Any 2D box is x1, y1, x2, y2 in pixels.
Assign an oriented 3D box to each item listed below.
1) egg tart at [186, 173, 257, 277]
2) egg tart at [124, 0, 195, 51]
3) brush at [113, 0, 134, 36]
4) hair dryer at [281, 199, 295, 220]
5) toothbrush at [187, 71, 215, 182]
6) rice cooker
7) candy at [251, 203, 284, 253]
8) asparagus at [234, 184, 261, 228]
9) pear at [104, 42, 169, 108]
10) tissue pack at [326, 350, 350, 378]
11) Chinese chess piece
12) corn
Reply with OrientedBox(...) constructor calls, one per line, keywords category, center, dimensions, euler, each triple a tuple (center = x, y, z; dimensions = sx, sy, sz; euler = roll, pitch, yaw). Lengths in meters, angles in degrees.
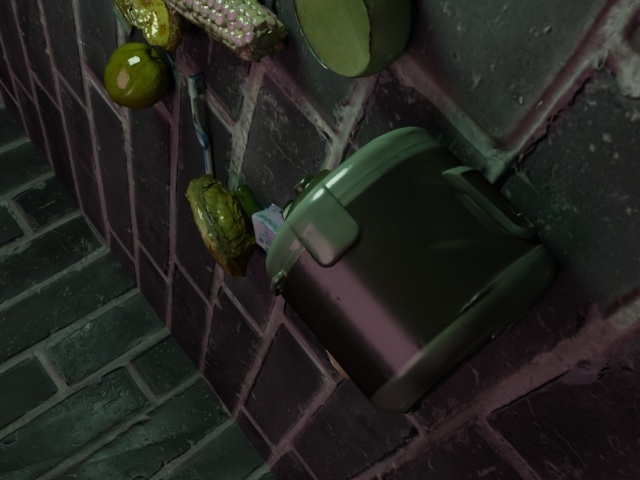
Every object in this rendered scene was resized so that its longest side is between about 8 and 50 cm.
OrientedBox(category="egg tart", center=(-0.218, -0.036, 1.597), dimensions=(0.291, 0.107, 0.290), euler=(-24, -90, -86))
OrientedBox(category="egg tart", center=(-0.321, -0.486, 1.338), dimensions=(0.213, 0.090, 0.212), euler=(39, 149, 29))
OrientedBox(category="brush", center=(-0.453, -0.564, 1.566), dimensions=(0.082, 0.010, 0.218), euler=(59, 152, -2))
OrientedBox(category="hair dryer", center=(0.000, 0.000, 1.256), dimensions=(0.362, 0.203, 0.128), euler=(-129, 20, -58))
OrientedBox(category="toothbrush", center=(-0.283, -0.239, 1.597), dimensions=(0.040, 0.040, 0.386), euler=(43, 150, 27))
OrientedBox(category="rice cooker", center=(0.115, 0.028, 0.922), dimensions=(0.325, 0.335, 0.335), euler=(49, 152, 17))
OrientedBox(category="candy", center=(-0.076, -0.005, 1.463), dimensions=(0.160, 0.073, 0.092), euler=(35, 141, 39))
OrientedBox(category="asparagus", center=(-0.148, -0.047, 1.574), dimensions=(0.178, 0.041, 0.045), euler=(60, 154, -8))
OrientedBox(category="pear", center=(-0.432, -0.389, 1.575), dimensions=(0.162, 0.149, 0.148), euler=(-35, 88, 41))
OrientedBox(category="tissue pack", center=(0.127, 0.162, 1.175), dimensions=(0.090, 0.186, 0.222), euler=(50, 155, -14))
OrientedBox(category="Chinese chess piece", center=(0.043, -0.320, 0.917), dimensions=(0.188, 0.083, 0.188), euler=(44, 153, 30))
OrientedBox(category="corn", center=(-0.199, -0.429, 1.152), dimensions=(0.335, 0.127, 0.126), euler=(42, 151, 10))
